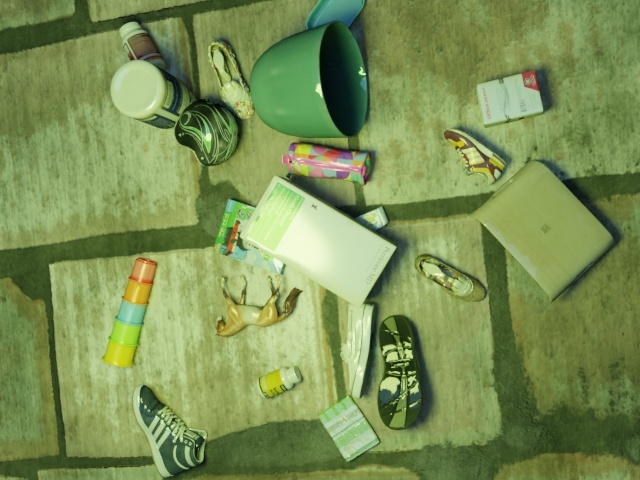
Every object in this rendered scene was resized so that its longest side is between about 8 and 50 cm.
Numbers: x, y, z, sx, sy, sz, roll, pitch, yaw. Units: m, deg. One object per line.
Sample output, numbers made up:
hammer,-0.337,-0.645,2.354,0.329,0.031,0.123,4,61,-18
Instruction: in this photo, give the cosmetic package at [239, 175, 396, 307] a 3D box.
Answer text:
cosmetic package,0.000,0.000,1.753,0.366,0.155,0.197,30,95,5

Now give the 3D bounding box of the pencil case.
pencil case,0.020,-0.209,1.801,0.236,0.104,0.104,7,92,12

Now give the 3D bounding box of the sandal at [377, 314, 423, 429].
sandal,0.219,0.353,1.772,0.120,0.086,0.302,-3,75,18

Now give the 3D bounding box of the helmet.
helmet,-0.306,-0.298,1.845,0.161,0.169,0.169,36,98,15

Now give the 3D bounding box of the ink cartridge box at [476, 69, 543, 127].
ink cartridge box,0.488,-0.364,1.711,0.150,0.063,0.109,-12,88,13

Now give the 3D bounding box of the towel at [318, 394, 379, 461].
towel,0.079,0.520,1.833,0.113,0.023,0.152,-35,81,8

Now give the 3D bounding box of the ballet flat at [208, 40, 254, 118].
ballet flat,-0.264,-0.457,1.875,0.091,0.077,0.241,-26,85,11

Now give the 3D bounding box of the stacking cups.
stacking cups,-0.556,0.207,1.934,0.096,0.096,0.316,16,94,12

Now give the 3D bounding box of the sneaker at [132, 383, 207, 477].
sneaker,-0.428,0.534,1.904,0.153,0.099,0.282,-19,93,17

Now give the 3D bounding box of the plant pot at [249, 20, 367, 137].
plant pot,-0.041,-0.401,1.728,0.235,0.293,0.293,-3,90,27

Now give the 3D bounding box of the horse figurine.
horse figurine,-0.184,0.186,1.867,0.263,0.066,0.174,-3,84,15

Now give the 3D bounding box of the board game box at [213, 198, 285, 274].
board game box,-0.184,-0.011,1.878,0.211,0.039,0.160,18,94,11

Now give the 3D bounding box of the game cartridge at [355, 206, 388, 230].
game cartridge,0.143,-0.053,1.816,0.083,0.017,0.056,-24,89,12

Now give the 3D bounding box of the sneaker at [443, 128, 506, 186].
sneaker,0.390,-0.219,1.731,0.185,0.069,0.084,35,92,11

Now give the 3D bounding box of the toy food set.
toy food set,0.567,-0.026,1.694,0.220,0.092,0.306,-41,83,-2

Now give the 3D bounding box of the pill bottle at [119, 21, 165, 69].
pill bottle,-0.523,-0.557,1.928,0.086,0.086,0.152,-31,84,11

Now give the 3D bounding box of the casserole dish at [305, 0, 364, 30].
casserole dish,0.043,-0.626,1.825,0.114,0.037,0.188,39,99,10

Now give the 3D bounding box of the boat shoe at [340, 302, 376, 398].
boat shoe,0.096,0.297,1.798,0.084,0.095,0.258,6,81,17

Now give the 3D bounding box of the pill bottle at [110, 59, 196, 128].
pill bottle,-0.447,-0.390,1.821,0.153,0.265,0.153,0,89,12

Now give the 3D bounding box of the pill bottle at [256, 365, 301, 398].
pill bottle,-0.115,0.394,1.851,0.116,0.065,0.065,-26,85,12

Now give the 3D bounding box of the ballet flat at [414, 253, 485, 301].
ballet flat,0.338,0.103,1.746,0.206,0.067,0.073,27,95,11
